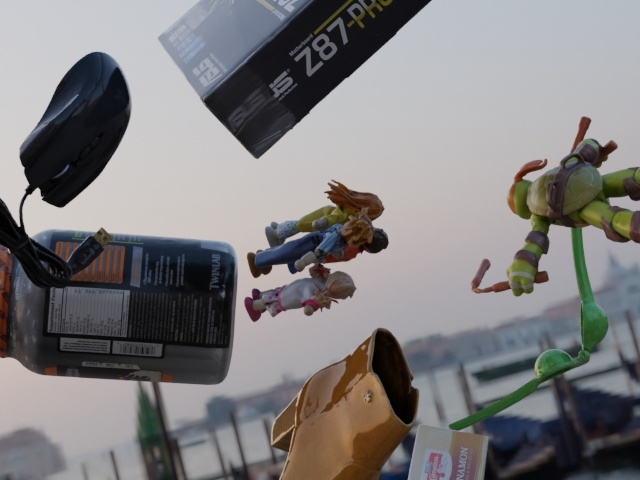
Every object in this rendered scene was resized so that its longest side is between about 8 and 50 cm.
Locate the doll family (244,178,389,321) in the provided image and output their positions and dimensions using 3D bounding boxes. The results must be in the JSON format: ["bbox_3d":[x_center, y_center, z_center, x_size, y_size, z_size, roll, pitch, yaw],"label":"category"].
[{"bbox_3d":[0.000,0.000,1.728,0.163,0.118,0.263,-16,15,21],"label":"doll family"}]

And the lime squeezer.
[{"bbox_3d":[0.275,0.118,1.647,0.110,0.310,0.059,31,-4,-4],"label":"lime squeezer"}]

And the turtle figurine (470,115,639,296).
[{"bbox_3d":[0.270,-0.050,1.385,0.217,0.087,0.269,3,43,44],"label":"turtle figurine"}]

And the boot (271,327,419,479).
[{"bbox_3d":[0.028,0.253,1.476,0.104,0.295,0.211,19,-44,-29],"label":"boot"}]

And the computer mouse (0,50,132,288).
[{"bbox_3d":[-0.260,-0.070,1.528,0.060,0.184,0.262,10,55,37],"label":"computer mouse"}]

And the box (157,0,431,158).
[{"bbox_3d":[-0.015,-0.266,1.517,0.318,0.097,0.395,-43,21,3],"label":"box"}]

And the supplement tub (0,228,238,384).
[{"bbox_3d":[-0.272,0.086,1.802,0.316,0.193,0.193,5,-9,-6],"label":"supplement tub"}]

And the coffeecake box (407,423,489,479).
[{"bbox_3d":[0.111,0.276,1.280,0.068,0.142,0.185,9,-31,9],"label":"coffeecake box"}]
